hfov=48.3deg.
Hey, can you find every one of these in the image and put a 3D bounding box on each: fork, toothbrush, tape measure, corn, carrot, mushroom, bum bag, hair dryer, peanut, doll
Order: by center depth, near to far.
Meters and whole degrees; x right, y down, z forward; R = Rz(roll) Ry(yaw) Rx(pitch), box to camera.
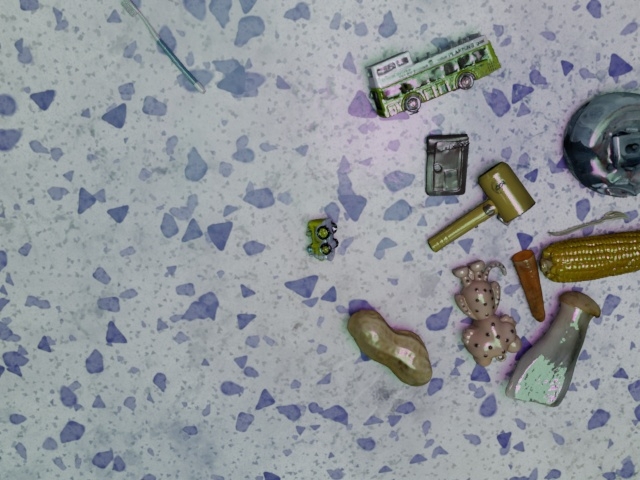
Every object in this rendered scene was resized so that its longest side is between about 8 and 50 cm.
[{"bbox_3d":[-0.368,-0.452,1.678,0.025,0.019,0.275,-37,104,10],"label":"toothbrush"},{"bbox_3d":[0.750,-0.238,1.765,0.275,0.147,0.256,-12,104,-3],"label":"tape measure"},{"bbox_3d":[0.318,-0.190,1.805,0.109,0.026,0.159,-1,110,-4],"label":"bum bag"},{"bbox_3d":[0.387,-0.071,1.809,0.279,0.090,0.135,-35,93,14],"label":"hair dryer"},{"bbox_3d":[0.742,0.038,1.848,0.364,0.120,0.120,-10,105,-3],"label":"corn"},{"bbox_3d":[0.188,0.275,1.864,0.275,0.111,0.125,37,94,-13],"label":"peanut"},{"bbox_3d":[0.433,0.188,1.871,0.154,0.119,0.277,-12,95,-3],"label":"doll"},{"bbox_3d":[0.702,-0.045,1.872,0.220,0.034,0.028,-12,131,0],"label":"fork"},{"bbox_3d":[0.561,0.130,1.892,0.061,0.061,0.209,-21,109,1],"label":"carrot"},{"bbox_3d":[0.624,0.289,1.897,0.159,0.122,0.328,16,102,-35],"label":"mushroom"}]

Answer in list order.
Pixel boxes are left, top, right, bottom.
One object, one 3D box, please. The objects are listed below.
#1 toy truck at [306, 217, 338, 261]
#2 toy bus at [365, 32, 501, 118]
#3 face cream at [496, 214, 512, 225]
[{"bbox_3d":[0.000,0.000,1.802,0.077,0.076,0.111,0,103,20],"label":"toy truck"},{"bbox_3d":[0.263,-0.400,1.704,0.302,0.113,0.139,-23,105,-2],"label":"toy bus"},{"bbox_3d":[0.494,-0.080,1.847,0.040,0.021,0.083,35,98,-10],"label":"face cream"}]
